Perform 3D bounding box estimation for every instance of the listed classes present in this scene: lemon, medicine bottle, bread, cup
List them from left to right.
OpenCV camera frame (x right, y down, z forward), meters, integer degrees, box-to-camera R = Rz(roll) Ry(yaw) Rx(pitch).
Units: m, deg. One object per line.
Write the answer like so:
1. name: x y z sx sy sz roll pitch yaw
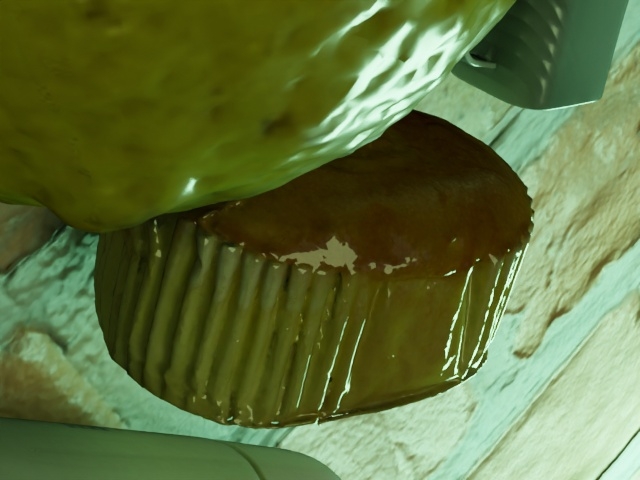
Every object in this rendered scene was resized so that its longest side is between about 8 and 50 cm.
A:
1. lemon: -0.079 -0.189 0.473 0.350 0.350 0.387 -39 148 -22
2. medicine bottle: -0.107 0.175 0.833 0.341 0.130 0.130 15 102 -49
3. bread: 0.000 0.000 0.799 0.250 0.179 0.133 -5 125 -33
4. cup: 0.132 -0.156 0.898 0.128 0.095 0.129 -14 124 -39
